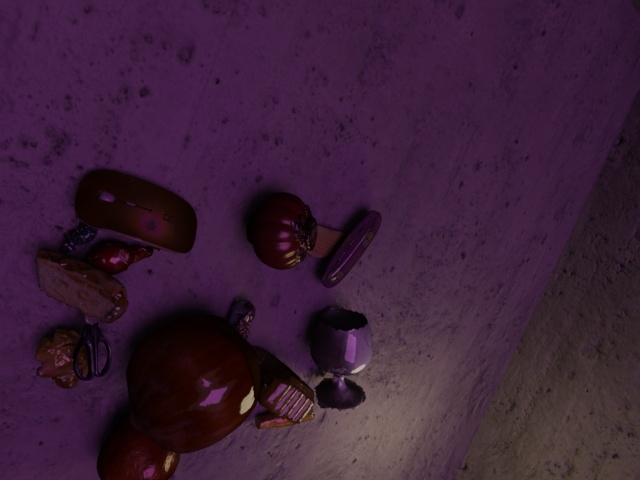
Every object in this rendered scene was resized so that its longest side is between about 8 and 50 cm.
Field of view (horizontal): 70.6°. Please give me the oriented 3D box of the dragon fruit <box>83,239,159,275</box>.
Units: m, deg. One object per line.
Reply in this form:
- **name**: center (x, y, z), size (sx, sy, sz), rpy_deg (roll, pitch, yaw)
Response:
- **dragon fruit**: center (-0.503, 0.035, 1.158), size (0.190, 0.094, 0.094), rpy_deg (-19, 119, -36)

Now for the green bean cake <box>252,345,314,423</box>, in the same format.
- **green bean cake**: center (-0.151, 0.468, 1.483), size (0.124, 0.236, 0.233), rpy_deg (-51, 130, -10)

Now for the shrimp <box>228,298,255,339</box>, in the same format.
- **shrimp**: center (-0.261, 0.293, 1.438), size (0.090, 0.079, 0.233), rpy_deg (-29, 137, -69)

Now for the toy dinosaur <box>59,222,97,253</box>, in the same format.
- **toy dinosaur**: center (-0.572, -0.021, 1.105), size (0.154, 0.055, 0.049), rpy_deg (-40, 123, -13)

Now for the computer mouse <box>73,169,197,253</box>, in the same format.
- **computer mouse**: center (-0.446, -0.066, 1.133), size (0.310, 0.071, 0.159), rpy_deg (24, 58, -38)

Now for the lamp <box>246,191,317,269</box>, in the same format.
- **lamp**: center (-0.118, -0.028, 1.325), size (0.226, 0.226, 0.227), rpy_deg (-14, 116, -30)

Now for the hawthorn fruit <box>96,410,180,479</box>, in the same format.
- **hawthorn fruit**: center (-0.512, 0.588, 1.307), size (0.224, 0.224, 0.261), rpy_deg (19, 76, -38)

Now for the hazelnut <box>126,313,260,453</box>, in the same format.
- **hazelnut**: center (-0.340, 0.388, 1.258), size (0.365, 0.365, 0.366), rpy_deg (-14, 116, -30)

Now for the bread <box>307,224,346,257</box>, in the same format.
- **bread**: center (-0.004, 0.003, 1.521), size (0.192, 0.036, 0.112), rpy_deg (15, 102, -42)

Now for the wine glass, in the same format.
- **wine glass**: center (0.074, 0.419, 1.623), size (0.237, 0.238, 0.323), rpy_deg (-5, 110, -33)

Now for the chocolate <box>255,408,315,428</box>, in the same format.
- **chocolate**: center (-0.134, 0.654, 1.671), size (0.219, 0.085, 0.086), rpy_deg (-6, 112, -30)

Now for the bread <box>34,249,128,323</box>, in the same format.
- **bread**: center (-0.565, 0.108, 1.078), size (0.231, 0.088, 0.128), rpy_deg (27, 118, 0)

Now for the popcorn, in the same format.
- **popcorn**: center (-0.647, 0.297, 1.145), size (0.125, 0.126, 0.145), rpy_deg (4, 126, -15)

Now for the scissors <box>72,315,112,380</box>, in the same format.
- **scissors**: center (-0.578, 0.195, 1.134), size (0.109, 0.022, 0.301), rpy_deg (6, 75, -68)

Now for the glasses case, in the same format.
- **glasses case**: center (0.108, 0.031, 1.563), size (0.316, 0.075, 0.123), rpy_deg (-53, 164, -6)
